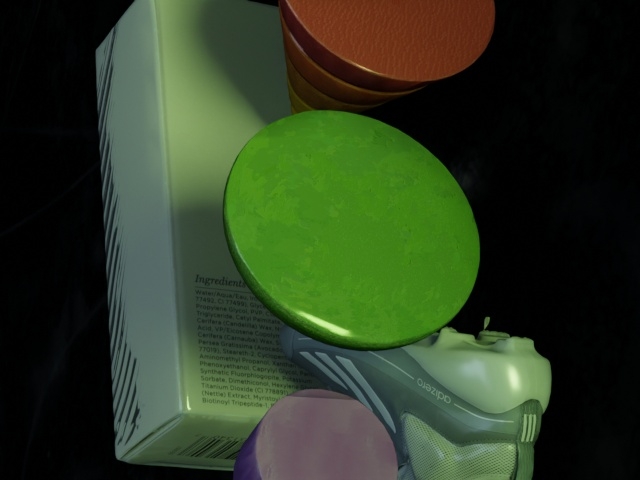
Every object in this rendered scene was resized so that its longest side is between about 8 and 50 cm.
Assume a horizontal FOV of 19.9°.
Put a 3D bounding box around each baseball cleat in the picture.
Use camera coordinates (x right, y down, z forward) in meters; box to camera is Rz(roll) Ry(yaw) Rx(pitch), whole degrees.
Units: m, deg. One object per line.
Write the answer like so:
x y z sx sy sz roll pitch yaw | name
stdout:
0.036 0.088 0.928 0.206 0.072 0.109 3 85 61 | baseball cleat

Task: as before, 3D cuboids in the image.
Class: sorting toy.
0.000 0.000 0.914 0.126 0.127 0.365 124 158 -53 | sorting toy

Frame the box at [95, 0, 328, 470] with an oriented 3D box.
-0.063 -0.008 1.085 0.094 0.113 0.275 -39 49 51 | box
